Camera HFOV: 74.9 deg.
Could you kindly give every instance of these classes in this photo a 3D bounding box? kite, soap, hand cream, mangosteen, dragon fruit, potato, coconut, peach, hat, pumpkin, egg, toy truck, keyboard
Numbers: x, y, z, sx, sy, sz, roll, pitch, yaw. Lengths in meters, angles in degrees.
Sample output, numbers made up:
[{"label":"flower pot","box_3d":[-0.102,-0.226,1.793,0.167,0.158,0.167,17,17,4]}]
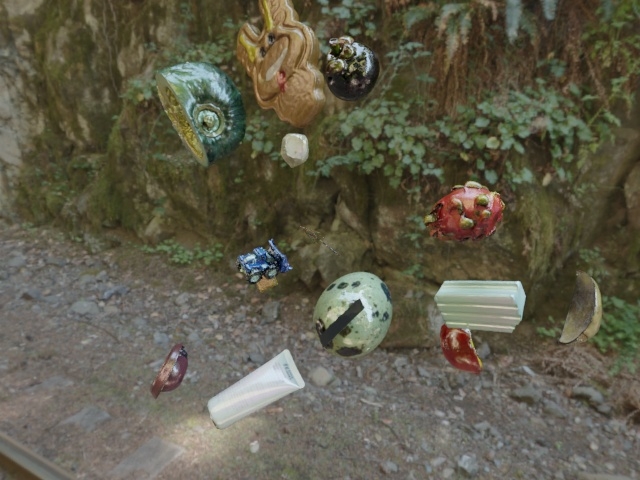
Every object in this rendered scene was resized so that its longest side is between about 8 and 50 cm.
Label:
[{"label":"kite","box_3d":[0.000,0.000,2.071,0.244,0.006,0.198,37,-19,-2]},{"label":"soap","box_3d":[0.560,0.227,1.462,0.290,0.172,0.095,-5,34,44]},{"label":"hand cream","box_3d":[-0.246,0.564,1.561,0.359,0.118,0.185,-29,40,-7]},{"label":"mangosteen","box_3d":[0.128,-0.794,1.904,0.275,0.274,0.302,15,-16,42]},{"label":"dragon fruit","box_3d":[0.553,-0.091,1.627,0.228,0.307,0.243,3,40,-37]},{"label":"potato","box_3d":[0.892,0.243,1.379,0.100,0.261,0.120,17,1,-12]},{"label":"coconut","box_3d":[-0.095,-0.330,1.541,0.110,0.124,0.110,4,10,-1]},{"label":"peach","box_3d":[0.632,0.496,1.904,0.154,0.267,0.159,-18,-6,21]},{"label":"hat","box_3d":[-0.529,0.472,1.496,0.089,0.205,0.205,29,11,-12]},{"label":"pumpkin","box_3d":[-0.338,-0.391,1.257,0.197,0.292,0.263,-31,22,-23]},{"label":"egg","box_3d":[0.132,0.276,1.602,0.288,0.287,0.379,12,43,35]},{"label":"toy truck","box_3d":[-0.216,0.077,1.631,0.208,0.126,0.113,-14,48,-38]},{"label":"keyboard","box_3d":[0.072,0.277,1.397,0.015,0.196,0.074,40,9,-24]}]

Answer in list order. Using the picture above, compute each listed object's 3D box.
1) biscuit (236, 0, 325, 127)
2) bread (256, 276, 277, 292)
[{"label":"biscuit","box_3d":[-0.080,-0.354,0.821,0.044,0.186,0.295,-5,58,-46]},{"label":"bread","box_3d":[-0.248,0.173,1.877,0.090,0.094,0.035,-28,-16,12]}]
